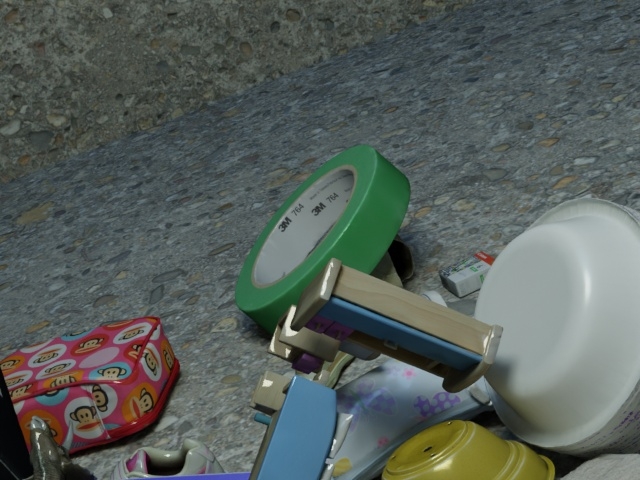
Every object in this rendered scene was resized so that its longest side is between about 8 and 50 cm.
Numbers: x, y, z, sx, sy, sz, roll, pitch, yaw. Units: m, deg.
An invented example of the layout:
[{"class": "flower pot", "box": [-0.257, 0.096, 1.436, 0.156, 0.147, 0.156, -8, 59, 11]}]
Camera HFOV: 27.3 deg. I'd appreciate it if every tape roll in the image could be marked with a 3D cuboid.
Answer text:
[{"class": "tape roll", "box": [0.000, 0.000, 2.022, 0.321, 0.077, 0.321, -42, 20, 20]}]

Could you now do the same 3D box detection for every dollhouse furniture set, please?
[{"class": "dollhouse furniture set", "box": [0.026, 0.219, 1.416, 0.286, 0.198, 0.303, 129, 163, -67]}]

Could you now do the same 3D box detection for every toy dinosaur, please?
[{"class": "toy dinosaur", "box": [-0.334, 0.363, 1.510, 0.121, 0.314, 0.160, 13, -6, 16]}]

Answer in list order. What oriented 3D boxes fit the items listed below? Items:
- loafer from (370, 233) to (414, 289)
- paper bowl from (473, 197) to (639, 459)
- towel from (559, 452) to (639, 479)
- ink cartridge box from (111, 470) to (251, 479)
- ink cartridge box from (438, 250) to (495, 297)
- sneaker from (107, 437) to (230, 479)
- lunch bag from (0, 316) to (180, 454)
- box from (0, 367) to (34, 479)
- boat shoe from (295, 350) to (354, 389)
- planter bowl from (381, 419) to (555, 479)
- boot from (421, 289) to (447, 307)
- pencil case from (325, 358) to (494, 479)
[{"class": "loafer", "box": [0.100, 0.025, 2.056, 0.092, 0.102, 0.268, -12, 32, 16]}, {"class": "paper bowl", "box": [0.280, 0.092, 1.455, 0.148, 0.284, 0.284, 18, 3, -30]}, {"class": "towel", "box": [0.269, 0.271, 1.266, 0.187, 0.049, 0.282, -30, 3, -21]}, {"class": "ink cartridge box", "box": [-0.182, 0.349, 1.458, 0.206, 0.045, 0.208, -9, 53, 25]}, {"class": "ink cartridge box", "box": [0.241, 0.043, 1.973, 0.115, 0.029, 0.063, -25, 22, -12]}, {"class": "sneaker", "box": [-0.229, 0.313, 1.615, 0.252, 0.111, 0.103, -22, 22, -5]}, {"class": "lunch bag", "box": [-0.365, 0.210, 1.964, 0.293, 0.120, 0.258, -14, 22, 14]}, {"class": "box", "box": [-0.678, 0.196, 1.723, 0.471, 0.297, 0.480, -21, 63, -8]}, {"class": "boat shoe", "box": [0.010, 0.146, 1.863, 0.068, 0.072, 0.190, -11, 23, 21]}, {"class": "planter bowl", "box": [0.132, 0.254, 1.403, 0.217, 0.090, 0.217, -30, 9, 5]}, {"class": "boot", "box": [0.141, 0.131, 1.792, 0.086, 0.069, 0.190, -18, 23, -4]}, {"class": "pencil case", "box": [0.095, 0.209, 1.591, 0.273, 0.113, 0.124, -26, 52, -17]}]
